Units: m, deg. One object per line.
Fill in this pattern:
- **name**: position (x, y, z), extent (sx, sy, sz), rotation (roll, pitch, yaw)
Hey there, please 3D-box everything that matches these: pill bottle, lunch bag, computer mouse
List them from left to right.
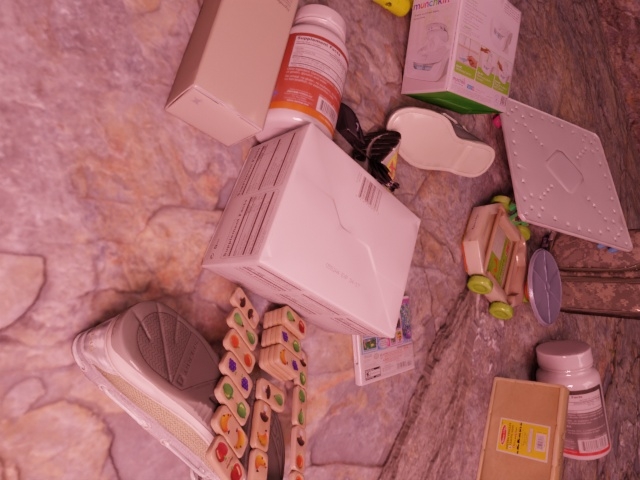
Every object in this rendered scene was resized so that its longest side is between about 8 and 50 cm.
- **pill bottle**: position (-0.023, -0.245, 0.686), extent (0.121, 0.121, 0.217), rotation (26, 67, -37)
- **computer mouse**: position (0.067, -0.161, 0.716), extent (0.071, 0.041, 0.242), rotation (34, 20, -50)
- **pill bottle**: position (0.690, 0.431, 1.229), extent (0.161, 0.161, 0.284), rotation (-14, 94, -43)
- **lunch bag**: position (0.825, 0.090, 1.308), extent (0.212, 0.304, 0.257), rotation (16, 77, -43)

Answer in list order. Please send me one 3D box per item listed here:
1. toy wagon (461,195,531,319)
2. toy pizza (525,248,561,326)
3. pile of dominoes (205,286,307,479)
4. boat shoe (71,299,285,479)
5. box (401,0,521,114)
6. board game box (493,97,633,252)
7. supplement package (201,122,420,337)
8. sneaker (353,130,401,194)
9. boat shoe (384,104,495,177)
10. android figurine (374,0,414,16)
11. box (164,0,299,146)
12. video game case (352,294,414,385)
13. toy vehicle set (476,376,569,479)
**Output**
- **toy wagon**: position (0.475, 0.066, 1.142), extent (0.344, 0.068, 0.268), rotation (45, 58, -30)
- **toy pizza**: position (0.578, 0.122, 1.163), extent (0.201, 0.032, 0.202), rotation (7, 80, -42)
- **pile of dominoes**: position (-0.056, 0.200, 0.569), extent (0.196, 0.040, 0.251), rotation (52, 27, -40)
- **boat shoe**: position (-0.150, 0.206, 0.536), extent (0.321, 0.102, 0.118), rotation (55, 26, -29)
- **box**: position (0.318, -0.417, 0.980), extent (0.261, 0.126, 0.232), rotation (-3, 102, -43)
- **board game box**: position (0.645, -0.176, 1.207), extent (0.389, 0.050, 0.391), rotation (13, 62, -20)
- **supplement package**: position (0.000, 0.000, 0.658), extent (0.261, 0.145, 0.204), rotation (35, 63, -36)
- **sneaker**: position (0.103, -0.121, 0.825), extent (0.209, 0.081, 0.094), rotation (-66, 149, -32)
- **boat shoe**: position (0.249, -0.222, 0.973), extent (0.319, 0.116, 0.099), rotation (11, 34, -34)
- **android figurine**: position (0.160, -0.604, 0.944), extent (0.272, 0.056, 0.249), rotation (6, 80, -42)
- **box**: position (-0.113, -0.283, 0.625), extent (0.113, 0.094, 0.276), rotation (28, 67, -37)
- **video game case**: position (0.118, 0.181, 0.831), extent (0.157, 0.019, 0.144), rotation (-1, 85, -42)
- **toy vehicle set**: position (0.457, 0.452, 1.007), extent (0.035, 0.165, 0.267), rotation (38, 61, -32)
